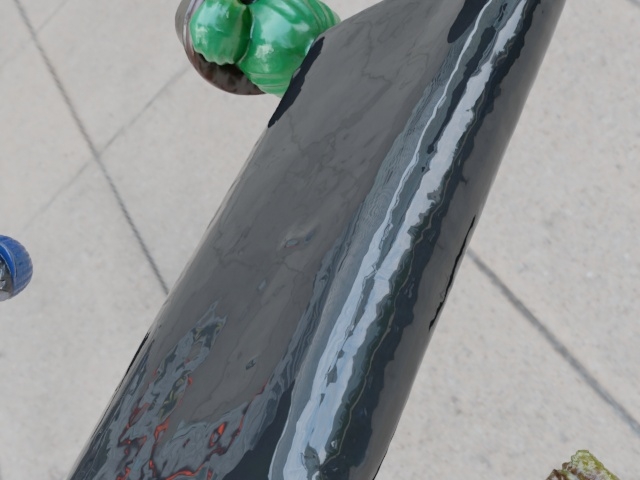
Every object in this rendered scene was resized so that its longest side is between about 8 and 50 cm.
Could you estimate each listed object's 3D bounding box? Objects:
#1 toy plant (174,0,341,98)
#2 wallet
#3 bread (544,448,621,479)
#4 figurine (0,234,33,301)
[{"bbox_3d":[-0.052,-0.171,0.929,0.200,0.143,0.105,26,102,54],"label":"toy plant"},{"bbox_3d":[0.001,0.001,0.627,0.228,0.062,0.406,-18,37,48],"label":"wallet"},{"bbox_3d":[0.244,0.278,0.932,0.103,0.132,0.172,-27,55,-34],"label":"bread"},{"bbox_3d":[-0.381,0.056,1.227,0.086,0.087,0.149,22,64,39],"label":"figurine"}]
